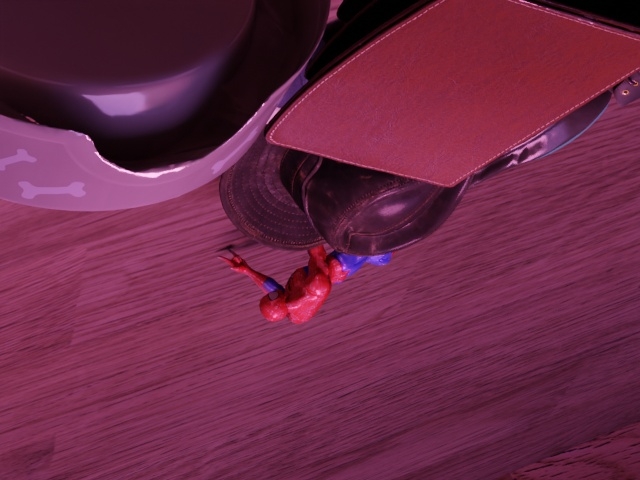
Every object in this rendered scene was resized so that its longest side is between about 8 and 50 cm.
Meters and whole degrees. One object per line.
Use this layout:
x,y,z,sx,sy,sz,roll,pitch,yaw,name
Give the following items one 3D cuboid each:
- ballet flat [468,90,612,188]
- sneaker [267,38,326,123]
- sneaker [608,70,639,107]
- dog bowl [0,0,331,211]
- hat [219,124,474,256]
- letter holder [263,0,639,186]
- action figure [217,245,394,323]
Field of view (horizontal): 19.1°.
0.194,-0.122,2.126,0.280,0.095,0.096,-31,145,8,ballet flat
-0.052,-0.203,1.613,0.148,0.131,0.350,-32,157,21,sneaker
0.306,-0.184,1.749,0.118,0.083,0.222,-30,159,6,sneaker
-0.172,-0.162,1.304,0.349,0.348,0.102,-15,145,-29,dog bowl
0.070,-0.078,1.926,0.331,0.134,0.331,-22,142,-18,hat
0.101,-0.181,1.535,0.214,0.152,0.302,10,155,-30,letter holder
0.000,0.000,2.190,0.280,0.139,0.091,-37,167,-44,action figure
